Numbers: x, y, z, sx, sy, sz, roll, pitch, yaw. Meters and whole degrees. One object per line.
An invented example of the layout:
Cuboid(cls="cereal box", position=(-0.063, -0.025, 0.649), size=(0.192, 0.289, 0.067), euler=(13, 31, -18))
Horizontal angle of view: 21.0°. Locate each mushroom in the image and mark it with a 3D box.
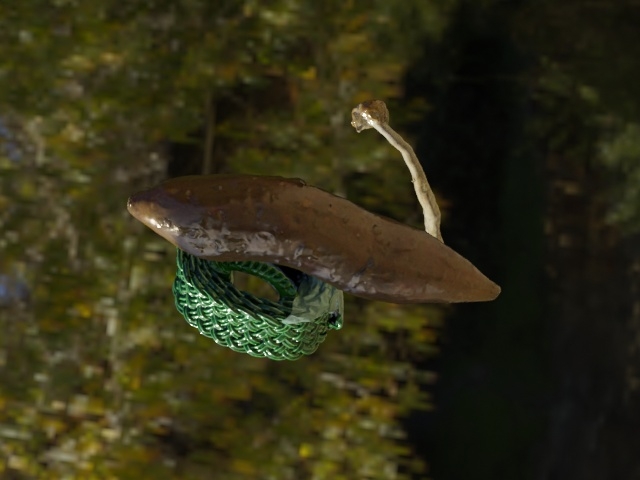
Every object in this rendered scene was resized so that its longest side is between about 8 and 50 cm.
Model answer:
Cuboid(cls="mushroom", position=(0.073, -0.020, 1.200), size=(0.028, 0.026, 0.286), euler=(61, -176, 33))

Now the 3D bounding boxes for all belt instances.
Cuboid(cls="belt", position=(-0.049, 0.028, 1.420), size=(0.121, 0.151, 0.079), euler=(-38, -26, -37))

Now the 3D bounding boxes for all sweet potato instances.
Cuboid(cls="sweet potato", position=(0.000, -0.002, 0.965), size=(0.065, 0.218, 0.051), euler=(115, 168, -59))
